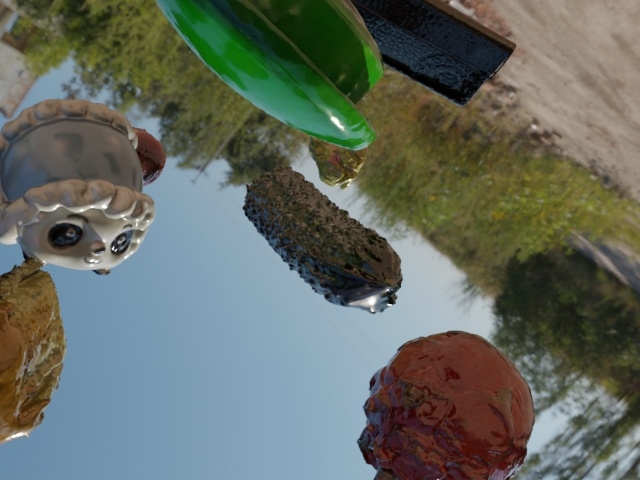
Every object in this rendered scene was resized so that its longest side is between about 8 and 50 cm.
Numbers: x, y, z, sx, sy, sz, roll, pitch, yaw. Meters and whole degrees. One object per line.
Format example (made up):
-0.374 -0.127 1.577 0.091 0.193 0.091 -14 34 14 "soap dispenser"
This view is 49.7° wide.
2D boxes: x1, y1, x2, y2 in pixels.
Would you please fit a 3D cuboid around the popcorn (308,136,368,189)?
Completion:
0.034 -0.143 1.154 0.089 0.097 0.109 24 -122 -54 "popcorn"

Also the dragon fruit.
0.206 0.282 1.112 0.277 0.277 0.343 39 -137 14 "dragon fruit"

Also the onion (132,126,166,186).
-0.375 -0.165 1.373 0.131 0.131 0.131 37 -172 -6 "onion"

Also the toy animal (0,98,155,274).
-0.302 -0.067 0.880 0.208 0.156 0.204 14 -133 -52 "toy animal"

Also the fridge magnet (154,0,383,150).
-0.037 -0.139 0.447 0.208 0.088 0.208 44 -173 -6 "fridge magnet"

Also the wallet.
0.103 -0.257 0.853 0.243 0.039 0.133 27 151 -8 "wallet"

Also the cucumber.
0.000 0.000 0.756 0.096 0.096 0.359 33 -175 -27 "cucumber"

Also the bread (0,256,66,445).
-0.362 0.159 0.769 0.133 0.251 0.174 37 -166 -12 "bread"
